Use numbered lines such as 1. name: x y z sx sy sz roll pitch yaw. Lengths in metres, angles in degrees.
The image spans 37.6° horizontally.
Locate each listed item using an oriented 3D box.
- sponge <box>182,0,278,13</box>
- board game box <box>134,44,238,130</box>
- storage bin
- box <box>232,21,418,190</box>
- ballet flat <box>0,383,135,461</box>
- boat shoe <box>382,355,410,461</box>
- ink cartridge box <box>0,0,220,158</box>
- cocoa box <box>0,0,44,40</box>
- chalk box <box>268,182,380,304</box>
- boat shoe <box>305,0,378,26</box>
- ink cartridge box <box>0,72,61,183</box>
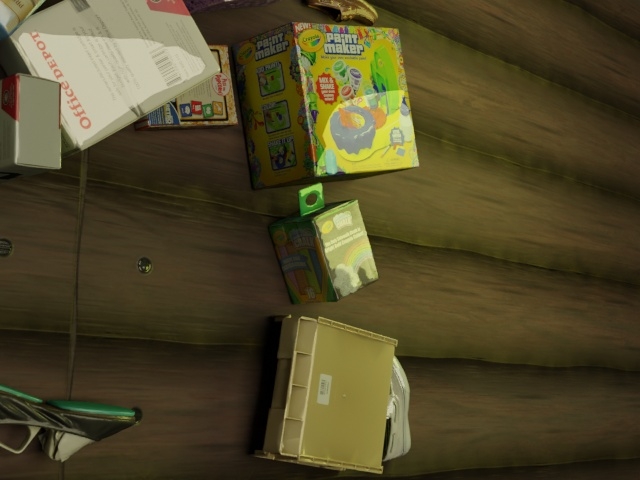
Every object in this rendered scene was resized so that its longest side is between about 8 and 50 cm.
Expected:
1. sponge: -0.136 -0.447 1.717 0.210 0.117 0.031 -22 102 -43
2. board game box: -0.240 -0.269 1.645 0.193 0.045 0.146 -8 90 -44
3. storage bin: 0.006 0.290 1.766 0.260 0.123 0.262 20 72 -40
4. box: 0.012 -0.254 1.798 0.290 0.177 0.279 -10 91 -44
5. ballet flat: -0.415 0.270 1.394 0.280 0.095 0.096 20 81 -30
6. boat shoe: 0.134 0.339 1.908 0.076 0.083 0.226 -18 99 -45
7. ink cartridge box: -0.333 -0.285 1.472 0.283 0.117 0.207 -36 105 -30
8. cocoa box: -0.522 -0.446 1.266 0.347 0.231 0.228 49 56 -28
9. chalk box: 0.000 0.000 1.789 0.132 0.132 0.213 -24 101 -42
10. boat shoe: 0.040 -0.475 1.931 0.178 0.064 0.060 18 78 -35
11. ink cartridge box: -0.448 -0.156 1.345 0.072 0.175 0.127 4 83 -46
